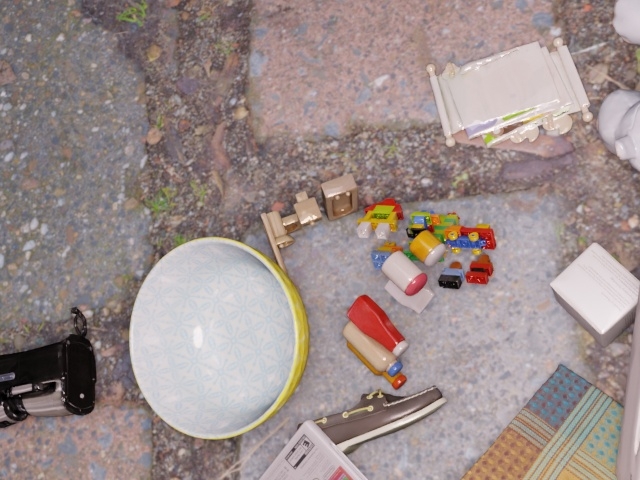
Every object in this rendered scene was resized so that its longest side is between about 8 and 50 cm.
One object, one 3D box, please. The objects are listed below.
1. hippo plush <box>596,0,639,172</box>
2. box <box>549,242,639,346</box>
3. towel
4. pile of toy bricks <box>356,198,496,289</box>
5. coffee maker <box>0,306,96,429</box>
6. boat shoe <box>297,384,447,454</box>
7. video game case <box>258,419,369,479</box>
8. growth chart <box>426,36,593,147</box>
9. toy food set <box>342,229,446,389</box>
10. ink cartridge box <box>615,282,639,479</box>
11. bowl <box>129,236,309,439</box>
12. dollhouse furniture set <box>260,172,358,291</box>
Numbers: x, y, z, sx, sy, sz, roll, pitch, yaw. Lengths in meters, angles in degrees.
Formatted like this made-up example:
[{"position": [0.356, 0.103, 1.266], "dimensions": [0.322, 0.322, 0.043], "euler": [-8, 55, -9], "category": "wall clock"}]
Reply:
[{"position": [0.510, -0.193, 1.195], "dimensions": [0.234, 0.294, 0.237], "euler": [11, 106, -20], "category": "hippo plush"}, {"position": [0.383, 0.076, 1.205], "dimensions": [0.087, 0.101, 0.102], "euler": [-44, 65, 3], "category": "box"}, {"position": [0.384, 0.353, 1.107], "dimensions": [0.370, 0.040, 0.271], "euler": [36, 60, 26], "category": "towel"}, {"position": [0.172, -0.008, 1.314], "dimensions": [0.212, 0.118, 0.105], "euler": [4, 41, 31], "category": "pile of toy bricks"}, {"position": [-0.471, 0.219, 1.455], "dimensions": [0.178, 0.120, 0.171], "euler": [-11, 48, 14], "category": "coffee maker"}, {"position": [0.071, 0.255, 1.269], "dimensions": [0.227, 0.081, 0.069], "euler": [-27, 72, 12], "category": "boat shoe"}, {"position": [-0.011, 0.389, 1.250], "dimensions": [0.183, 0.023, 0.201], "euler": [44, 110, 20], "category": "video game case"}, {"position": [0.290, -0.225, 1.367], "dimensions": [0.237, 0.021, 0.172], "euler": [-11, 72, 15], "category": "growth chart"}, {"position": [0.115, 0.107, 1.242], "dimensions": [0.104, 0.111, 0.232], "euler": [44, 118, 22], "category": "toy food set"}, {"position": [0.554, 0.200, 0.986], "dimensions": [0.394, 0.166, 0.286], "euler": [4, 106, 9], "category": "ink cartridge box"}, {"position": [-0.125, 0.145, 1.314], "dimensions": [0.289, 0.156, 0.290], "euler": [-3, 83, 27], "category": "bowl"}, {"position": [0.000, 0.000, 1.348], "dimensions": [0.151, 0.144, 0.123], "euler": [-20, 73, -3], "category": "dollhouse furniture set"}]
